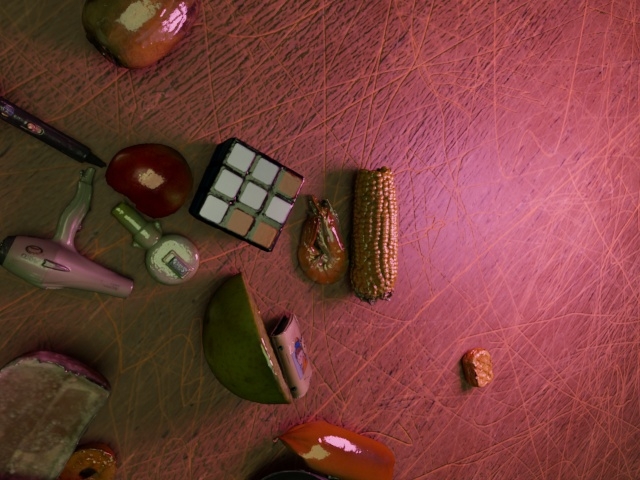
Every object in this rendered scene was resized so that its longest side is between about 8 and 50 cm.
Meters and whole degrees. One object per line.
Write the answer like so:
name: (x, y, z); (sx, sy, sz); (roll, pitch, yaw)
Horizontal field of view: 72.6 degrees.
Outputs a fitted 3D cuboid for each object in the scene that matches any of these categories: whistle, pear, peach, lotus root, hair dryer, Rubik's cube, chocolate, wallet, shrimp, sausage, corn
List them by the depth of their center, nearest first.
hair dryer: (-0.496, -0.198, 0.749); (0.255, 0.128, 0.070); (36, 90, -43)
lotus root: (-0.289, -0.421, 0.763); (0.154, 0.154, 0.278); (45, 75, -20)
chocolate: (-0.527, 0.329, 0.787); (0.185, 0.100, 0.303); (33, 94, -28)
peach: (-0.316, -0.124, 0.812); (0.151, 0.151, 0.118); (-40, 154, -12)
hair dryer: (-0.428, 0.015, 0.814); (0.219, 0.088, 0.225); (49, 64, -27)
Rubik's cube: (-0.150, -0.088, 0.848); (0.163, 0.160, 0.162); (28, 87, -22)
whistle: (-0.321, 0.005, 0.849); (0.104, 0.057, 0.198); (-44, 111, -11)
pear: (-0.147, 0.230, 0.851); (0.139, 0.239, 0.288); (-23, 104, -17)
wallet: (-0.057, 0.249, 0.960); (0.039, 0.110, 0.155); (-11, 107, 15)
shrimp: (0.000, 0.001, 0.981); (0.115, 0.051, 0.218); (-17, 105, -16)
corn: (0.126, -0.009, 0.997); (0.115, 0.115, 0.319); (-2, 98, -21)
sausage: (0.038, 0.500, 1.033); (0.328, 0.112, 0.112); (30, 86, -22)

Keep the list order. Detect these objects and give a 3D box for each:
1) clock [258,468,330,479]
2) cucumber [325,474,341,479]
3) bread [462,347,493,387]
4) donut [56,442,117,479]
clock: (-0.054, 0.662, 0.938); (0.313, 0.312, 0.061); (-52, 155, -7)
cucumber: (0.071, 0.595, 1.097); (0.134, 0.034, 0.033); (28, 101, -18)
bread: (0.436, 0.348, 1.200); (0.083, 0.044, 0.111); (-18, 101, -20)
donut: (-0.461, 0.447, 0.863); (0.108, 0.043, 0.097); (-23, 105, -16)
